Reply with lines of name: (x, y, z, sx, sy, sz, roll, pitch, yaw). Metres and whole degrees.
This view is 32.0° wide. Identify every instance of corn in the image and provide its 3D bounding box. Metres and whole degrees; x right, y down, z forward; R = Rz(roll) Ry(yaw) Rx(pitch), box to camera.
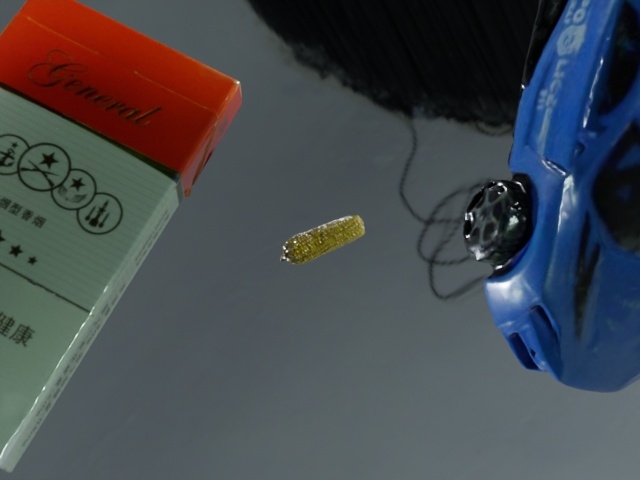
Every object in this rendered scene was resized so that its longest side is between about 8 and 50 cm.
corn: (0.000, 0.000, 1.013, 0.083, 0.027, 0.028, -23, -4, 12)

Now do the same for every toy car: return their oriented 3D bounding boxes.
toy car: (0.119, -0.051, 0.400, 0.063, 0.103, 0.216, 7, 86, 65)

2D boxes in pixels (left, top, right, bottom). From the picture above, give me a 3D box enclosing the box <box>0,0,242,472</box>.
box: (-0.159, -0.014, 0.604, 0.139, 0.035, 0.245, 26, 70, 7)
